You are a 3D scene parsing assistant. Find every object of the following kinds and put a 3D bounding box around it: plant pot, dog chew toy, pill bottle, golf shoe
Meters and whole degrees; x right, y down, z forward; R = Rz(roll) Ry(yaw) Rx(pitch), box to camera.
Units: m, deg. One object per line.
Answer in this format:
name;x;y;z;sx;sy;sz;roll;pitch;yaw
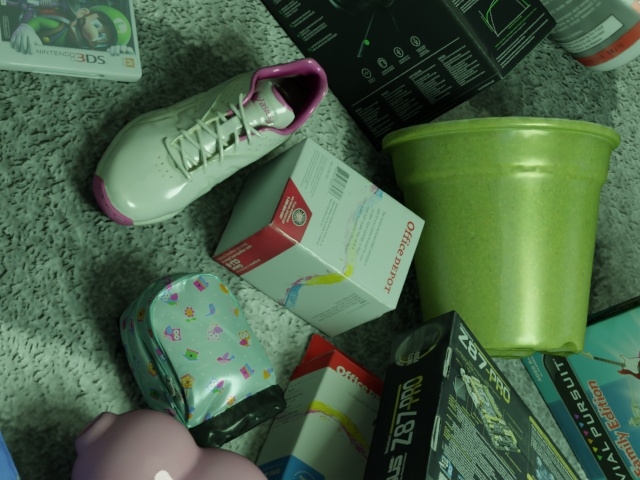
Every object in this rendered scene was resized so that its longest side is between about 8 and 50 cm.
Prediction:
plant pot;0.210;0.007;2.009;0.276;0.276;0.254;4;82;-34
dog chew toy;-0.109;0.297;1.684;0.332;0.206;0.206;47;52;-6
pill bottle;0.294;-0.402;2.234;0.363;0.210;0.210;38;55;-18
golf shoe;-0.115;-0.119;1.880;0.306;0.140;0.115;-37;97;-37

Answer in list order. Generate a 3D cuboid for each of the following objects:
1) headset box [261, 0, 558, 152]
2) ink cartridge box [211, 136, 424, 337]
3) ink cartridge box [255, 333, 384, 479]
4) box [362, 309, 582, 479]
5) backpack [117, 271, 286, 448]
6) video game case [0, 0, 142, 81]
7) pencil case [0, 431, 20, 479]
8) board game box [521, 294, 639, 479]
headset box;0.084;-0.283;2.017;0.283;0.246;0.131;51;52;-7
ink cartridge box;0.000;0.000;1.920;0.176;0.127;0.128;35;55;-19
ink cartridge box;0.021;0.216;1.884;0.134;0.078;0.231;37;55;-20
box;0.197;0.315;1.847;0.395;0.097;0.318;52;30;-23
backpack;-0.125;0.121;1.794;0.152;0.115;0.182;-26;86;-36
video game case;-0.283;-0.270;1.891;0.173;0.022;0.190;2;71;-35
pencil case;-0.342;0.199;1.604;0.133;0.119;0.306;-19;84;-29
board game box;0.417;0.184;2.013;0.079;0.336;0.254;-30;91;-39
